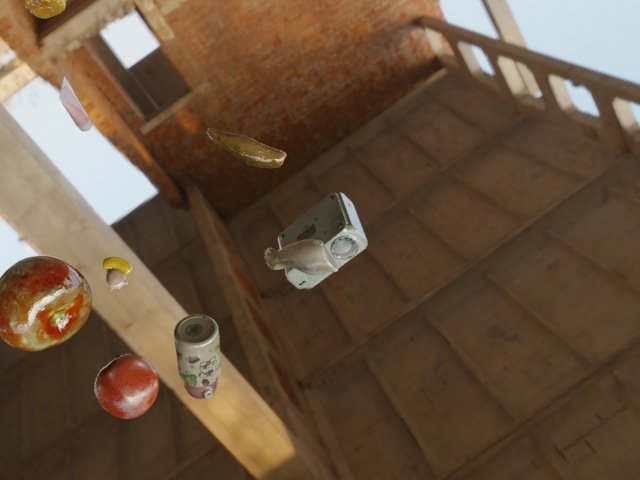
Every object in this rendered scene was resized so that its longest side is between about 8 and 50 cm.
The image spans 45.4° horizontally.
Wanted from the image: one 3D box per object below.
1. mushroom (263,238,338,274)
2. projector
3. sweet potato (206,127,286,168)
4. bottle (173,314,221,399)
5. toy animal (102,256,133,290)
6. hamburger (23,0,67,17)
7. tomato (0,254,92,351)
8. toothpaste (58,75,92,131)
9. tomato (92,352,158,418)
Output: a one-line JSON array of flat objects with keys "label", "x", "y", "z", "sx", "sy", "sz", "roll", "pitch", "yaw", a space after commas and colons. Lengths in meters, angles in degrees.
[{"label": "mushroom", "x": -0.058, "y": 0.051, "z": 2.073, "sx": 0.225, "sy": 0.116, "sz": 0.093, "roll": -3, "pitch": -124, "yaw": 27}, {"label": "projector", "x": 0.000, "y": 0.000, "z": 2.219, "sx": 0.250, "sy": 0.108, "sz": 0.198, "roll": -36, "pitch": -146, "yaw": 15}, {"label": "sweet potato", "x": -0.223, "y": -0.265, "z": 2.232, "sx": 0.077, "sy": 0.244, "sz": 0.077, "roll": -162, "pitch": -90, "yaw": -85}, {"label": "bottle", "x": -0.325, "y": 0.325, "z": 2.054, "sx": 0.121, "sy": 0.253, "sz": 0.120, "roll": 1, "pitch": -141, "yaw": 0}, {"label": "toy animal", "x": -0.653, "y": 0.108, "z": 2.469, "sx": 0.091, "sy": 0.114, "sz": 0.082, "roll": -10, "pitch": 162, "yaw": -22}, {"label": "hamburger", "x": -0.562, "y": -0.490, "z": 1.556, "sx": 0.083, "sy": 0.076, "sz": 0.044, "roll": -24, "pitch": -128, "yaw": 25}, {"label": "tomato", "x": -0.776, "y": 0.162, "z": 2.094, "sx": 0.223, "sy": 0.270, "sz": 0.270, "roll": 31, "pitch": -114, "yaw": 25}, {"label": "toothpaste", "x": -0.644, "y": -0.347, "z": 1.997, "sx": 0.043, "sy": 0.194, "sz": 0.067, "roll": 4, "pitch": -111, "yaw": 3}, {"label": "tomato", "x": -0.511, "y": 0.392, "z": 2.017, "sx": 0.167, "sy": 0.167, "sz": 0.167, "roll": -26, "pitch": -150, "yaw": 16}]
